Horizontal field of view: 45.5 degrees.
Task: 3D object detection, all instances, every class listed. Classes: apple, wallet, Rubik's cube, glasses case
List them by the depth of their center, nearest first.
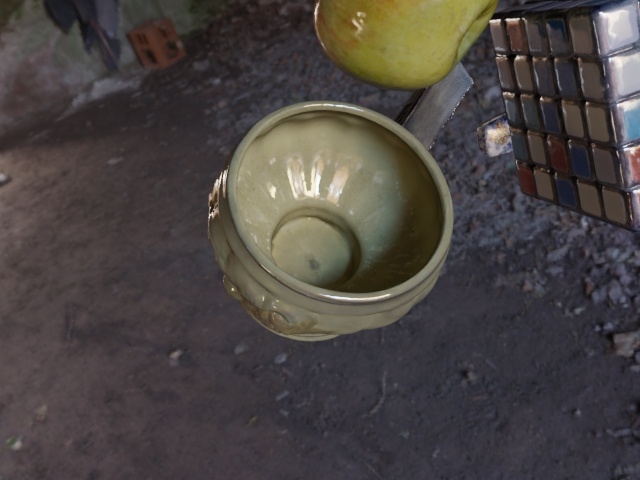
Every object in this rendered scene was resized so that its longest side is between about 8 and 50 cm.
[{"bbox_3d":[0.116,-0.314,0.989,0.194,0.261,0.261,37,55,10],"label":"apple"},{"bbox_3d":[0.439,-0.211,1.042,0.291,0.287,0.293,-20,18,-11],"label":"Rubik's cube"},{"bbox_3d":[0.246,-0.300,1.680,0.036,0.167,0.222,35,93,32],"label":"wallet"},{"bbox_3d":[0.464,-0.262,1.745,0.247,0.087,0.065,-22,18,-22],"label":"glasses case"}]

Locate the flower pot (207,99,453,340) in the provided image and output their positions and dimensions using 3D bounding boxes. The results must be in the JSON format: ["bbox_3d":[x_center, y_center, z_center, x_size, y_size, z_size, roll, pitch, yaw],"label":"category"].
[{"bbox_3d":[0.000,0.000,0.994,0.307,0.307,0.244,-40,-12,-27],"label":"flower pot"}]
